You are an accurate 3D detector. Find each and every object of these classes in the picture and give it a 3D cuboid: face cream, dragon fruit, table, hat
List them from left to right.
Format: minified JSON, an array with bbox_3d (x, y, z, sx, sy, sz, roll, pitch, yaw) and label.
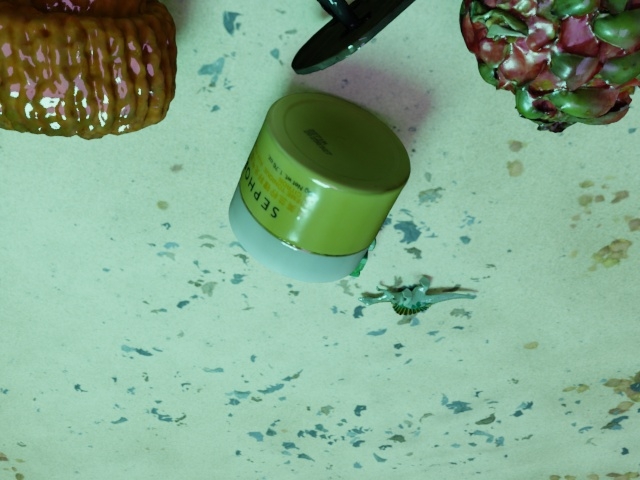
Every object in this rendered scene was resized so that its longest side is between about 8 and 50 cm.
[{"bbox_3d":[-0.311,-0.337,0.966,0.285,0.285,0.400,6,105,-1],"label":"hat"},{"bbox_3d":[-0.011,-0.365,0.895,0.317,0.317,0.249,-31,110,28],"label":"table"},{"bbox_3d":[-0.003,-0.078,1.137,0.218,0.218,0.179,18,130,-12],"label":"face cream"},{"bbox_3d":[0.310,-0.257,0.947,0.302,0.237,0.231,19,144,-38],"label":"dragon fruit"}]

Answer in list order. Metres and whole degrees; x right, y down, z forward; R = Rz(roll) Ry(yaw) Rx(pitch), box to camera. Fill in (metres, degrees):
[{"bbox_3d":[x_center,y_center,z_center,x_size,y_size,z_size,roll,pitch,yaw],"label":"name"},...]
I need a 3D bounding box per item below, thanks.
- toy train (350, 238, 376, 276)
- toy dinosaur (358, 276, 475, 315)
[{"bbox_3d":[0.000,0.000,1.311,0.178,0.071,0.104,12,142,-8],"label":"toy train"},{"bbox_3d":[0.168,0.110,1.419,0.187,0.044,0.106,6,147,-19],"label":"toy dinosaur"}]
